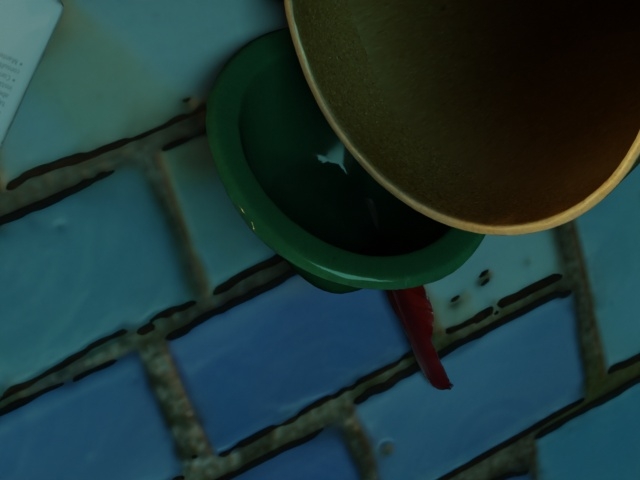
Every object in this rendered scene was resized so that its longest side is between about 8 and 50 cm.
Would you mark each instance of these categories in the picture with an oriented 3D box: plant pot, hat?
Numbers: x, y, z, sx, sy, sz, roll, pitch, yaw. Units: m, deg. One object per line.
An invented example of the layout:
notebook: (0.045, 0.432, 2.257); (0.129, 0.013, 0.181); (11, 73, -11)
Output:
plant pot: (0.149, -0.160, 0.732); (0.254, 0.237, 0.237); (-30, 118, -40)
hat: (0.000, 0.000, 0.819); (0.173, 0.183, 0.208); (-21, 70, -29)

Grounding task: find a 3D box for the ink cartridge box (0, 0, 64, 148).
ink cartridge box: (-0.295, -0.066, 0.626); (0.275, 0.060, 0.239); (21, 99, -37)
